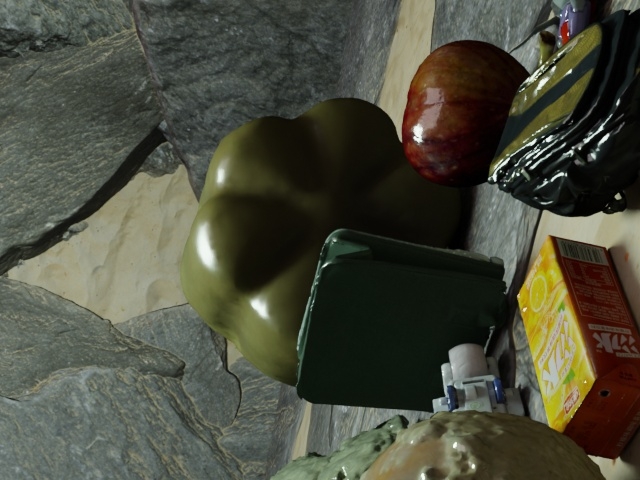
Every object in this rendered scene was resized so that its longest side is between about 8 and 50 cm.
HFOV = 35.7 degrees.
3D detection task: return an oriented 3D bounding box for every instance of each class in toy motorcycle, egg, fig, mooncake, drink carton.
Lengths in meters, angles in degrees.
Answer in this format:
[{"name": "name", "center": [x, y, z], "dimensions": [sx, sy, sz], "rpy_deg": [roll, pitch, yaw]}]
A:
[{"name": "toy motorcycle", "center": [0.194, 0.226, 1.206], "dimensions": [0.254, 0.112, 0.113], "rpy_deg": [-89, 14, -59]}, {"name": "egg", "center": [0.142, 0.281, 0.864], "dimensions": [0.310, 0.279, 0.279], "rpy_deg": [63, -153, -50]}, {"name": "fig", "center": [0.231, -0.167, 1.336], "dimensions": [0.249, 0.186, 0.204], "rpy_deg": [11, 72, 50]}, {"name": "mooncake", "center": [0.000, 0.000, 1.643], "dimensions": [0.262, 0.466, 0.467], "rpy_deg": [113, 168, -66]}, {"name": "drink carton", "center": [0.259, 0.099, 0.985], "dimensions": [0.223, 0.071, 0.096], "rpy_deg": [-90, 16, -55]}]

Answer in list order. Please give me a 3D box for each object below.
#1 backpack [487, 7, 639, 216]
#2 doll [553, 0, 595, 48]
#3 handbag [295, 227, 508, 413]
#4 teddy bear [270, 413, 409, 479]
[{"name": "backpack", "center": [0.288, -0.134, 0.988], "dimensions": [0.258, 0.133, 0.206], "rpy_deg": [128, 162, -59]}, {"name": "doll", "center": [0.320, -0.329, 1.234], "dimensions": [0.102, 0.075, 0.228], "rpy_deg": [-69, -18, -78]}, {"name": "handbag", "center": [0.107, 0.122, 1.347], "dimensions": [0.079, 0.260, 0.248], "rpy_deg": [-85, 7, -58]}, {"name": "teddy bear", "center": [0.040, 0.436, 1.587], "dimensions": [0.367, 0.224, 0.357], "rpy_deg": [-32, 17, 44]}]
